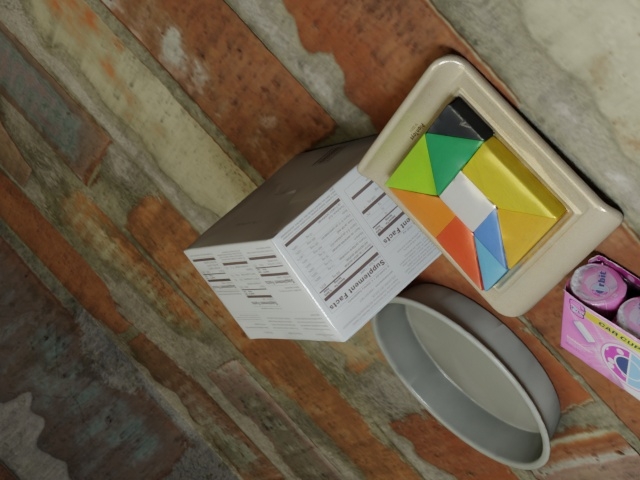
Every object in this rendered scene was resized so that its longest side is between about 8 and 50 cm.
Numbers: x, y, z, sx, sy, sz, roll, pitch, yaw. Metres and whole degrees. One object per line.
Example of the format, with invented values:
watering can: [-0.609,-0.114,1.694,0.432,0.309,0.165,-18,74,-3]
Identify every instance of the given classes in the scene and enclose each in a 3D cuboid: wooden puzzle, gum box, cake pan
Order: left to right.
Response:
cake pan: [0.187,0.166,1.831,0.293,0.054,0.293,39,157,20]
wooden puzzle: [0.159,-0.045,1.458,0.239,0.044,0.221,43,143,5]
gum box: [0.326,0.104,1.449,0.188,0.062,0.107,35,156,27]

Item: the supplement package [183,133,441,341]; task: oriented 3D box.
supplement package: [0.000,0.000,1.681,0.145,0.204,0.262,55,157,-14]
